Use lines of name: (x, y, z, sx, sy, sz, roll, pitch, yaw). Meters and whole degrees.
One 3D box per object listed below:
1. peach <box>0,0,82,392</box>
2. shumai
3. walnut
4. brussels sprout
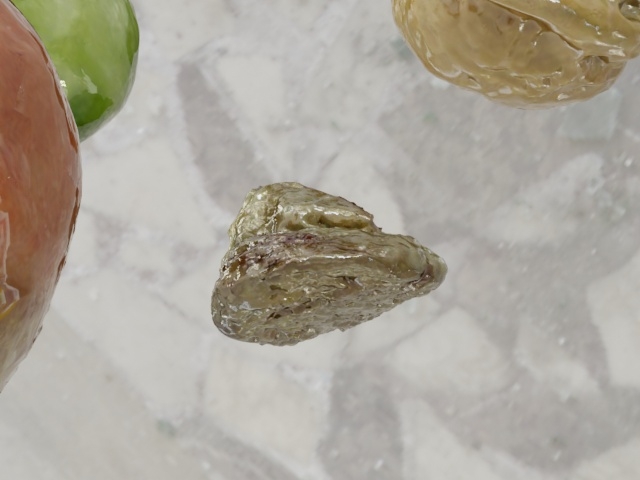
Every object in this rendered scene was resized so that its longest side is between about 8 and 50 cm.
peach: (-0.192, 0.003, 0.463, 0.214, 0.235, 0.214, 25, 142, 21)
shumai: (-0.004, 0.009, 0.904, 0.123, 0.139, 0.105, -30, 90, 44)
walnut: (0.187, -0.237, 1.452, 0.257, 0.257, 0.225, 29, 112, 12)
brussels sprout: (-0.176, -0.114, 0.881, 0.131, 0.183, 0.145, -33, 111, 31)
